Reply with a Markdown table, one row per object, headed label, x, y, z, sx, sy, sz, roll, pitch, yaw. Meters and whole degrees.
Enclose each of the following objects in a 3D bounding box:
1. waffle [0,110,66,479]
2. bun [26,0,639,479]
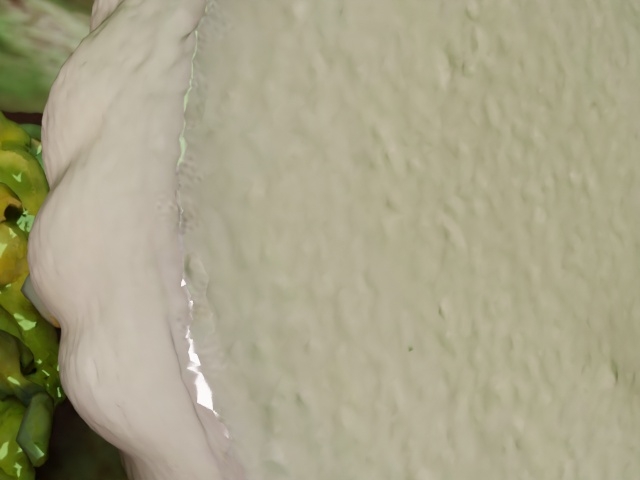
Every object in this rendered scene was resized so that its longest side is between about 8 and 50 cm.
| label | x | y | z | sx | sy | sz | roll | pitch | yaw |
| --- | --- | --- | --- | --- | --- | --- | --- | --- | --- |
| waffle | -0.214 | 0.022 | 0.559 | 0.262 | 0.060 | 0.280 | 1 | 59 | -5 |
| bun | 0.000 | 0.000 | 0.552 | 0.263 | 0.175 | 0.263 | 9 | 78 | -44 |
